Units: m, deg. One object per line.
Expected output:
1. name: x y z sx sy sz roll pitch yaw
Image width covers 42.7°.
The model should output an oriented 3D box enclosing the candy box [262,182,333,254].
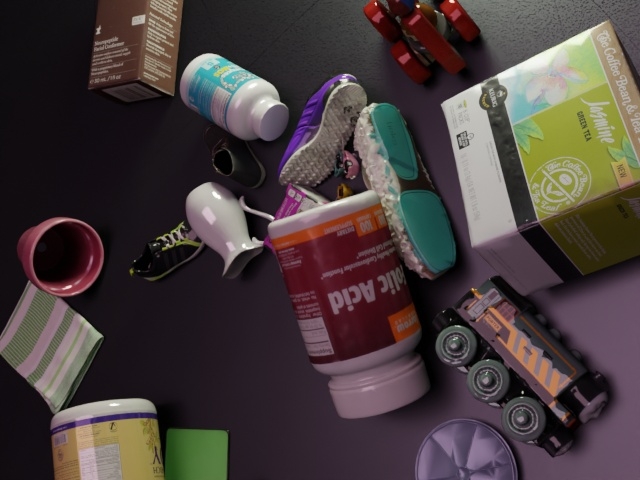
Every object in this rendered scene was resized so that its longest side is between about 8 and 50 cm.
1. candy box: 0.000 0.000 1.753 0.233 0.071 0.159 34 108 32

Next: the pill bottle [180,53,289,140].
1. pill bottle: -0.195 -0.326 1.909 0.264 0.146 0.146 33 98 32

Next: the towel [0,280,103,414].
1. towel: -0.732 0.276 2.186 0.325 0.038 0.247 33 97 33

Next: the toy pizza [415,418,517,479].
1. toy pizza: 0.272 0.435 1.529 0.201 0.032 0.201 -8 75 30

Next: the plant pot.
1. plant pot: -0.693 0.034 2.133 0.180 0.201 0.201 11 86 49

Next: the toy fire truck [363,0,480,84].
1. toy fire truck: 0.171 -0.470 1.645 0.169 0.254 0.302 -39 62 20

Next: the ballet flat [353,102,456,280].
1. ballet flat: 0.162 -0.088 1.668 0.147 0.147 0.408 -27 64 25

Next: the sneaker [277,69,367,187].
1. sneaker: -0.004 -0.249 1.810 0.293 0.102 0.146 -54 34 26

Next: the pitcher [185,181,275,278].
1. pitcher: -0.201 -0.043 1.883 0.178 0.125 0.207 -34 74 -1

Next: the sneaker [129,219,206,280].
1. sneaker: -0.366 0.022 1.973 0.235 0.097 0.084 -42 62 18

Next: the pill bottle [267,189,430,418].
1. pill bottle: 0.061 0.120 1.556 0.224 0.224 0.392 -17 93 28

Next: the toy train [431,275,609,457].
1. toy train: 0.352 0.219 1.468 0.190 0.142 0.334 -45 60 6

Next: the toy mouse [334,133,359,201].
1. toy mouse: 0.057 -0.155 1.736 0.031 0.161 0.143 0 85 -13

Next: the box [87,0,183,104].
1. box: -0.475 -0.564 2.140 0.191 0.143 0.381 -3 77 32

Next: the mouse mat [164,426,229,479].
1. mouse mat: -0.286 0.507 1.878 0.190 0.007 0.152 -5 77 30

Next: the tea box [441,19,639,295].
1. tea box: 0.417 -0.132 1.402 0.324 0.220 0.329 -24 52 24

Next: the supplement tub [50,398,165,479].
1. supplement tub: -0.473 0.542 1.848 0.241 0.241 0.331 -21 70 27

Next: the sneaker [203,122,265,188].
1. sneaker: -0.226 -0.217 1.922 0.083 0.118 0.222 -52 59 13
